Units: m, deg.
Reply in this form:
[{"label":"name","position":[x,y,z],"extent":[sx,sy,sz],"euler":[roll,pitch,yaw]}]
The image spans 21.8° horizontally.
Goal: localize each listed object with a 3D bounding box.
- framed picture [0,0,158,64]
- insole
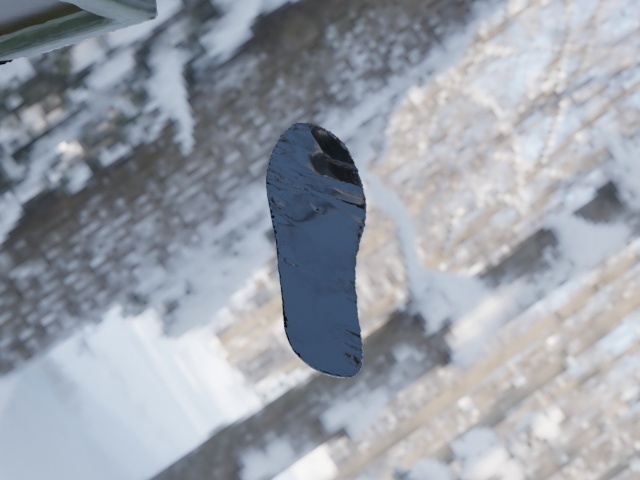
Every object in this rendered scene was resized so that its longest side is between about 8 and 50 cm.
[{"label":"framed picture","position":[-0.208,-0.073,0.440],"extent":[0.281,0.208,0.019],"euler":[14,69,-56]},{"label":"insole","position":[0.000,0.000,0.708],"extent":[0.053,0.002,0.153],"euler":[22,39,-24]}]
